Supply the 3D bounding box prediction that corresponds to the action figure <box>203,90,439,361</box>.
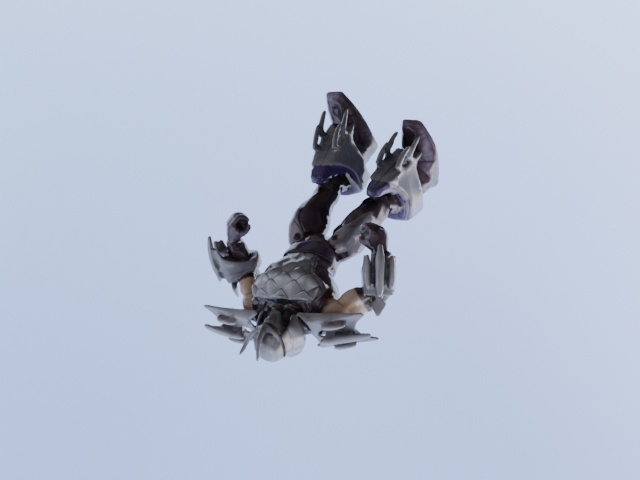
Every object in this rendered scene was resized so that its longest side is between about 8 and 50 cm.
[{"bbox_3d":[0.000,0.000,1.438,0.185,0.099,0.285,10,-132,23],"label":"action figure"}]
